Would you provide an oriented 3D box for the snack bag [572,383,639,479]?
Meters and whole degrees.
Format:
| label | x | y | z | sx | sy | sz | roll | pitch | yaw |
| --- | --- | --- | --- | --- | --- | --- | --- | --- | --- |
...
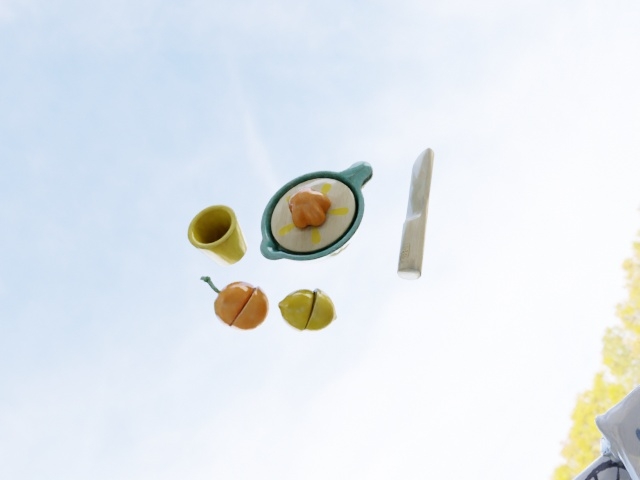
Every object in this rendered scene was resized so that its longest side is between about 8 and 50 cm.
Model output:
| label | x | y | z | sx | sy | sz | roll | pitch | yaw |
| --- | --- | --- | --- | --- | --- | --- | --- | --- | --- |
| snack bag | 0.215 | 0.219 | 0.394 | 0.037 | 0.323 | 0.342 | 21 | -56 | -22 |

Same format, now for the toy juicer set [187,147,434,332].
| label | x | y | z | sx | sy | sz | roll | pitch | yaw |
| --- | --- | --- | --- | --- | --- | --- | --- | --- | --- |
| toy juicer set | 0.000 | 0.000 | 0.907 | 0.329 | 0.209 | 0.089 | -20 | -39 | 8 |
